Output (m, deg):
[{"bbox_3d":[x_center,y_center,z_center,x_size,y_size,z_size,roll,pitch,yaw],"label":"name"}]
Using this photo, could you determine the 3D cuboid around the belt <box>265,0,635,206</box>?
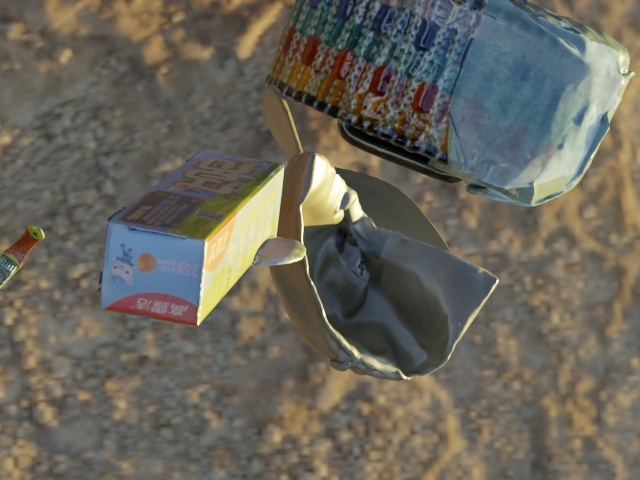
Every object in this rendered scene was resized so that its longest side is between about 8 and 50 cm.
[{"bbox_3d":[0.094,-0.123,1.345,0.207,0.257,0.150,0,112,-66],"label":"belt"}]

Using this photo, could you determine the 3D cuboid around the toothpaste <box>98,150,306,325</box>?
[{"bbox_3d":[-0.051,-0.004,0.920,0.193,0.070,0.044,-54,152,-74],"label":"toothpaste"}]

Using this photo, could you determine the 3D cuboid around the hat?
[{"bbox_3d":[0.000,0.000,1.150,0.166,0.173,0.144,36,79,-31],"label":"hat"}]

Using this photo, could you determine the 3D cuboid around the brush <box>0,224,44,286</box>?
[{"bbox_3d":[-0.242,0.016,1.435,0.019,0.083,0.021,40,39,-10],"label":"brush"}]
